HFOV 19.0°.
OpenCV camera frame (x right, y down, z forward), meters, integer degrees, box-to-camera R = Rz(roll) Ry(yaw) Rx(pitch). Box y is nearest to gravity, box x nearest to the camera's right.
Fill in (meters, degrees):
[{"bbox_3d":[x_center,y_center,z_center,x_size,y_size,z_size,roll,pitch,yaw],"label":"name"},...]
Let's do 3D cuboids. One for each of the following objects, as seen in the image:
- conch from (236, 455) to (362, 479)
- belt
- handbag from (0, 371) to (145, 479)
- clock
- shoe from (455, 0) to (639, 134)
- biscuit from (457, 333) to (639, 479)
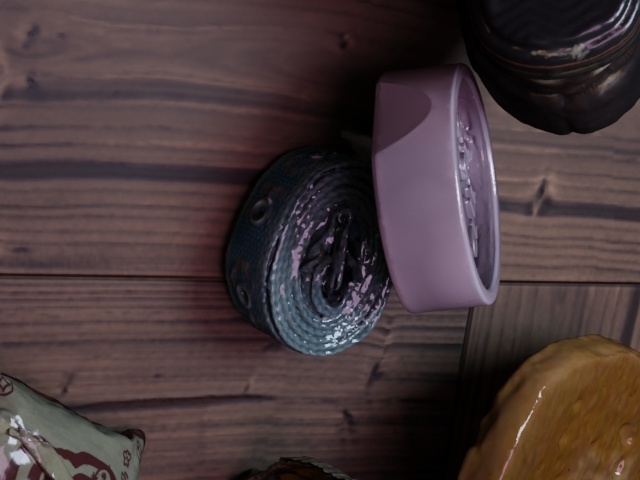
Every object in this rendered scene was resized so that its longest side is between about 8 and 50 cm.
[{"bbox_3d":[-0.001,0.263,1.576,0.178,0.245,0.163,50,51,-4],"label":"conch"},{"bbox_3d":[-0.001,0.009,1.561,0.147,0.082,0.163,-22,115,-28],"label":"belt"},{"bbox_3d":[-0.232,0.210,1.448,0.235,0.127,0.213,33,67,-42],"label":"handbag"},{"bbox_3d":[0.095,-0.042,1.536,0.068,0.197,0.197,-6,113,14],"label":"clock"},{"bbox_3d":[0.184,-0.280,1.524,0.171,0.237,0.384,-7,73,7],"label":"shoe"},{"bbox_3d":[0.211,0.261,1.704,0.385,0.062,0.365,36,74,-53],"label":"biscuit"}]
